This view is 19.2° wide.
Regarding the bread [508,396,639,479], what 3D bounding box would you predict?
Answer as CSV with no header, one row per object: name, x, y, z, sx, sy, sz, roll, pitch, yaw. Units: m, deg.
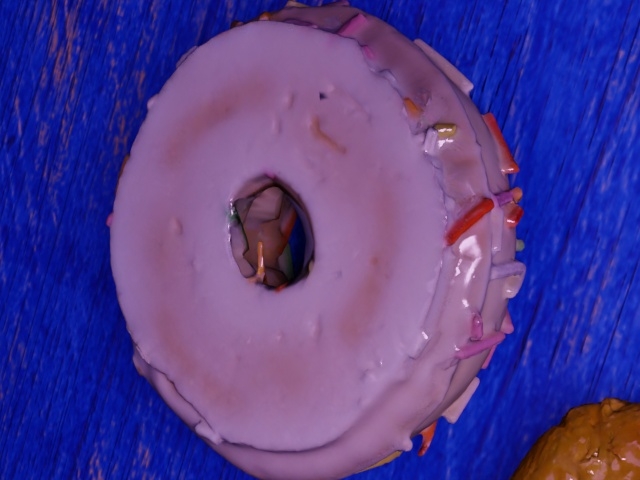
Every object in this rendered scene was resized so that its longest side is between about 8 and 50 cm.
bread,0.223,0.225,1.293,0.240,0.139,0.240,-3,86,40

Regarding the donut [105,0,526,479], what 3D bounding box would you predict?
donut,0.000,0.000,1.491,0.382,0.142,0.383,-2,87,39
